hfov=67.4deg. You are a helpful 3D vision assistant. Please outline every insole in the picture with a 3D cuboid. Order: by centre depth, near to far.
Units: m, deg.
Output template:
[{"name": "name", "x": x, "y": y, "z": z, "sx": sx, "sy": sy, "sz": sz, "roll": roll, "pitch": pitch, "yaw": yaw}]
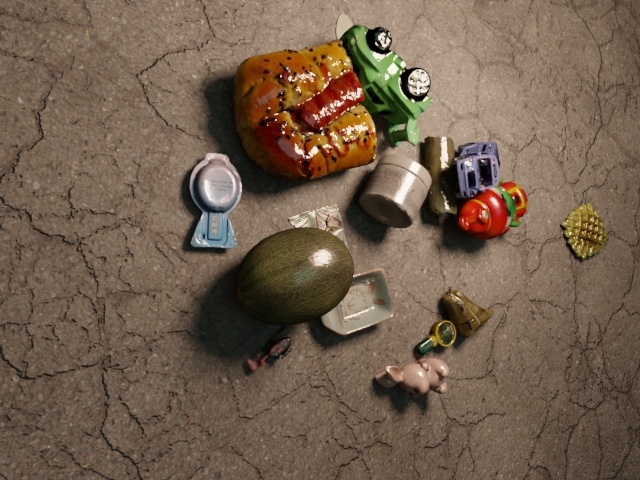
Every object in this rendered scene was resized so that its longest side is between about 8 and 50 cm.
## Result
[{"name": "insole", "x": 0.078, "y": -0.607, "z": 1.489, "sx": 0.065, "sy": 0.004, "sz": 0.198, "roll": 2, "pitch": 83, "yaw": -28}]

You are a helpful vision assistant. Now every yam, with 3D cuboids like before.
[{"name": "yam", "x": 0.390, "y": -0.207, "z": 1.556, "sx": 0.106, "sy": 0.106, "sz": 0.260, "roll": 4, "pitch": 83, "yaw": -28}]

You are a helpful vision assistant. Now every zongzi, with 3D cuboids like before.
[{"name": "zongzi", "x": 0.486, "y": 0.200, "z": 1.573, "sx": 0.178, "sy": 0.081, "sz": 0.189, "roll": -27, "pitch": 99, "yaw": -27}]

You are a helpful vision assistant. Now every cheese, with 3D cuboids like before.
[{"name": "cheese", "x": -0.267, "y": -0.102, "z": 1.224, "sx": 0.135, "sy": 0.052, "sz": 0.245, "roll": 4, "pitch": 84, "yaw": -25}]

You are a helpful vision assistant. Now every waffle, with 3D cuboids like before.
[{"name": "waffle", "x": 1.060, "y": -0.035, "z": 1.921, "sx": 0.214, "sy": 0.054, "sz": 0.208, "roll": -34, "pitch": 104, "yaw": -21}]

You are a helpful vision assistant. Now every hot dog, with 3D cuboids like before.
[{"name": "hot dog", "x": -0.049, "y": -0.344, "z": 1.294, "sx": 0.365, "sy": 0.196, "sz": 0.368, "roll": -20, "pitch": 92, "yaw": -25}]

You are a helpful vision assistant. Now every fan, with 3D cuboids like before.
[{"name": "fan", "x": 0.361, "y": 0.311, "z": 1.520, "sx": 0.155, "sy": 0.039, "sz": 0.082, "roll": -26, "pitch": 97, "yaw": -26}]

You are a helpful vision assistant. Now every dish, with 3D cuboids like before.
[{"name": "dish", "x": 0.092, "y": 0.177, "z": 1.377, "sx": 0.234, "sy": 0.064, "sz": 0.154, "roll": -14, "pitch": 91, "yaw": -29}]

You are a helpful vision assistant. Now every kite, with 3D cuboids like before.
[{"name": "kite", "x": -0.001, "y": 0.000, "z": 1.379, "sx": 0.229, "sy": 0.012, "sz": 0.250, "roll": 34, "pitch": 71, "yaw": -20}]

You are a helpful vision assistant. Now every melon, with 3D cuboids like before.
[{"name": "melon", "x": -0.065, "y": 0.090, "z": 1.205, "sx": 0.301, "sy": 0.237, "sz": 0.238, "roll": -18, "pitch": 93, "yaw": -22}]

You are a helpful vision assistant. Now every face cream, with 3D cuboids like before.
[{"name": "face cream", "x": 0.219, "y": -0.141, "z": 1.415, "sx": 0.177, "sy": 0.177, "sz": 0.153, "roll": 35, "pitch": 70, "yaw": -20}]

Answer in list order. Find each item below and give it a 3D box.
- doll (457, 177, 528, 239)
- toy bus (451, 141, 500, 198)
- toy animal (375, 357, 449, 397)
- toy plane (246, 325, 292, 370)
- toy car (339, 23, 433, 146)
[{"name": "doll", "x": 0.550, "y": -0.096, "z": 1.587, "sx": 0.362, "sy": 0.160, "sz": 0.183, "roll": -21, "pitch": 93, "yaw": -44}, {"name": "toy bus", "x": 0.503, "y": -0.234, "z": 1.534, "sx": 0.292, "sy": 0.133, "sz": 0.126, "roll": -46, "pitch": 127, "yaw": -59}, {"name": "toy animal", "x": 0.273, "y": 0.417, "z": 1.423, "sx": 0.212, "sy": 0.124, "sz": 0.125, "roll": -8, "pitch": 88, "yaw": -22}, {"name": "toy plane", "x": -0.127, "y": 0.292, "z": 1.264, "sx": 0.145, "sy": 0.037, "sz": 0.060, "roll": -39, "pitch": 99, "yaw": -27}, {"name": "toy car", "x": 0.184, "y": -0.459, "z": 1.419, "sx": 0.358, "sy": 0.213, "sz": 0.176, "roll": 39, "pitch": 88, "yaw": -20}]
